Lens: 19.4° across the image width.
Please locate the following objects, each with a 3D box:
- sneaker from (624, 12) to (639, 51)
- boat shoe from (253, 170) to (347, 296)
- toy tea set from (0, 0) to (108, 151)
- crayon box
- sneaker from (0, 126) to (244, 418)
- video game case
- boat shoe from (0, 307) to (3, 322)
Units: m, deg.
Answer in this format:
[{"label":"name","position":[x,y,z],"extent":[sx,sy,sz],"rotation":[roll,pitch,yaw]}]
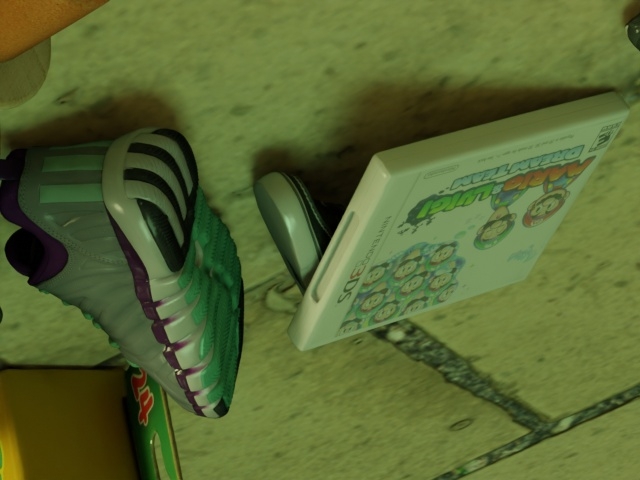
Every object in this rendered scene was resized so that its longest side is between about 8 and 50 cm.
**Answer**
[{"label":"sneaker","position":[0.179,-0.088,0.906],"extent":[0.031,0.035,0.083],"rotation":[-36,144,29]},{"label":"boat shoe","position":[0.000,0.000,0.966],"extent":[0.040,0.049,0.142],"rotation":[-32,152,-5]},{"label":"toy tea set","position":[-0.209,-0.090,0.607],"extent":[0.124,0.200,0.336],"rotation":[-14,156,34]},{"label":"crayon box","position":[-0.163,0.212,1.081],"extent":[0.081,0.202,0.318],"rotation":[3,144,-27]},{"label":"sneaker","position":[-0.099,0.015,0.935],"extent":[0.098,0.083,0.224],"rotation":[2,146,11]},{"label":"video game case","position":[0.070,-0.009,0.953],"extent":[0.157,0.019,0.143],"rotation":[-16,149,-33]},{"label":"boat shoe","position":[-0.197,-0.009,0.853],"extent":[0.079,0.084,0.233],"rotation":[-45,152,-27]}]
